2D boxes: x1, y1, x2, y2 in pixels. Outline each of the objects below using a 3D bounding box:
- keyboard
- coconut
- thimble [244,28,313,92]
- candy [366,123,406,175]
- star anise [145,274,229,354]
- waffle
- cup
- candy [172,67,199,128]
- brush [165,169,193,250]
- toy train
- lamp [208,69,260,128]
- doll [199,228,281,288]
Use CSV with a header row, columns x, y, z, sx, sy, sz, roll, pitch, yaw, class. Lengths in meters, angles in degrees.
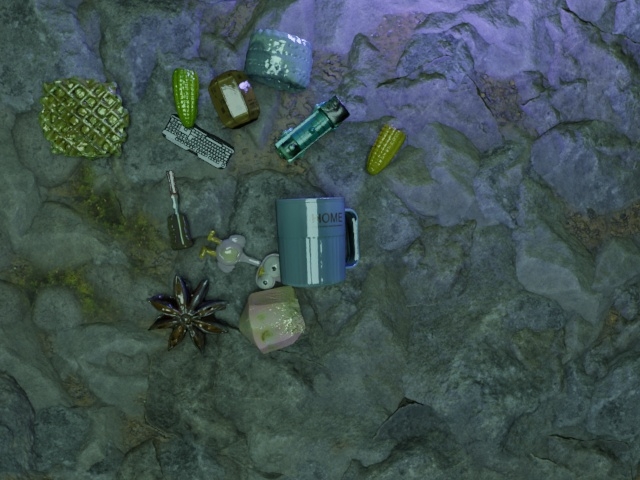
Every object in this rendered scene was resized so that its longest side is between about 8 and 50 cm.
x,y,z,sx,sy,sz,roll,pitch,yaw,class
-0.456,-0.367,1.837,0.262,0.016,0.106,30,94,-10,keyboard
-0.189,0.300,1.867,0.245,0.233,0.233,-16,100,-7,coconut
-0.140,-0.632,1.736,0.250,0.205,0.172,9,97,-32,thimble
0.239,-0.340,1.883,0.106,0.094,0.199,21,106,-45,candy
-0.501,0.282,1.883,0.331,0.117,0.332,0,106,-1,star anise
-0.847,-0.435,1.753,0.317,0.073,0.297,0,99,-7,waffle
-0.020,0.000,1.835,0.256,0.331,0.311,0,93,22,cup
-0.484,-0.511,1.776,0.096,0.097,0.210,-2,101,-6,candy
-0.544,-0.114,1.850,0.084,0.071,0.301,-11,91,-21,brush
-0.034,-0.402,1.791,0.298,0.194,0.120,-39,102,1,toy train
-0.308,-0.504,1.766,0.161,0.161,0.185,-23,98,-3,lamp
-0.272,0.081,1.888,0.365,0.094,0.160,26,98,-9,doll
